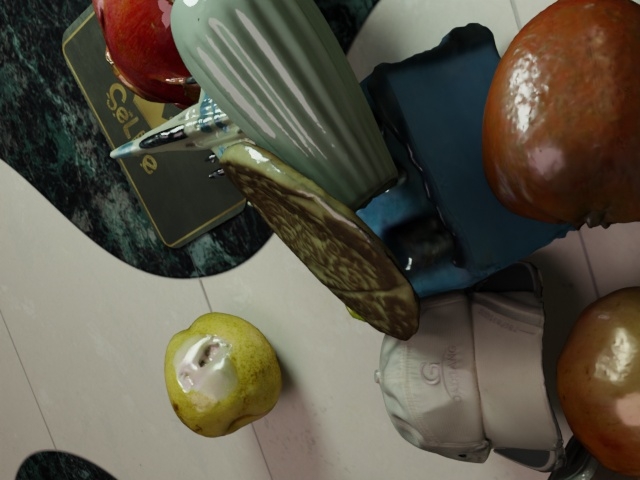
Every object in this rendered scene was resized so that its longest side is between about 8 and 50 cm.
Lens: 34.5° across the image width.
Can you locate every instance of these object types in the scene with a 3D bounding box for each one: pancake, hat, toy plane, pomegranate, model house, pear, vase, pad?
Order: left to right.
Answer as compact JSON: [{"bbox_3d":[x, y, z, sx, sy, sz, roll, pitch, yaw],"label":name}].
[{"bbox_3d":[-0.286,-0.159,1.506,0.315,0.063,0.375,-28,90,48],"label":"pad"},{"bbox_3d":[-0.118,-0.121,1.080,0.262,0.088,0.192,-11,94,42],"label":"toy plane"},{"bbox_3d":[-0.143,0.189,1.474,0.178,0.178,0.178,22,125,35],"label":"pear"},{"bbox_3d":[-0.026,-0.133,0.918,0.248,0.128,0.128,54,137,4],"label":"vase"},{"bbox_3d":[0.000,0.001,0.946,0.250,0.031,0.250,43,169,11],"label":"pancake"},{"bbox_3d":[0.083,-0.057,1.102,0.303,0.215,0.237,-25,91,54],"label":"model house"},{"bbox_3d":[0.164,0.148,1.115,0.275,0.161,0.232,-9,91,63],"label":"hat"},{"bbox_3d":[0.324,0.137,0.985,0.191,0.191,0.191,22,125,35],"label":"pomegranate"}]

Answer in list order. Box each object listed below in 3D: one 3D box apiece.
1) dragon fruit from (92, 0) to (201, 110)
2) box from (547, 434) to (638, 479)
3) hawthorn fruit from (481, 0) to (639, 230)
[{"bbox_3d":[-0.137,-0.260,1.179,0.315,0.250,0.250,-10,103,44],"label":"dragon fruit"},{"bbox_3d":[0.300,0.250,1.113,0.062,0.122,0.089,43,135,2],"label":"box"},{"bbox_3d":[0.243,-0.134,0.931,0.199,0.199,0.251,-6,83,45],"label":"hawthorn fruit"}]
